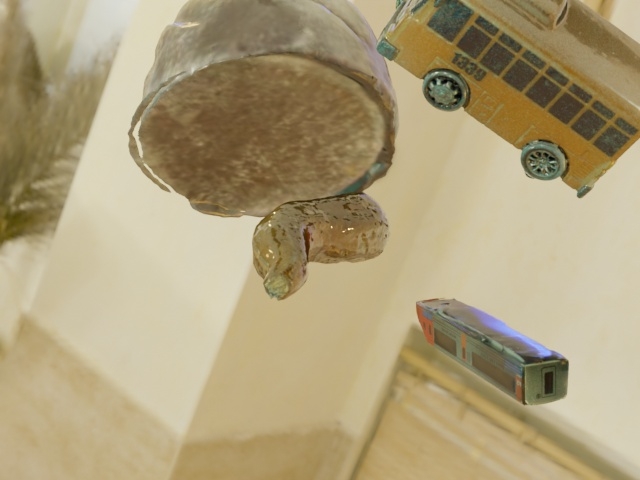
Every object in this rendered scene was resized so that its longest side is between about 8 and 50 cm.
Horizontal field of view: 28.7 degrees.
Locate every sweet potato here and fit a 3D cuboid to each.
[{"bbox_3d":[-0.006,-0.002,1.109,0.081,0.062,0.233,28,22,19],"label":"sweet potato"}]

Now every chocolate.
[{"bbox_3d":[-0.065,-0.188,1.425,0.303,0.303,0.213,15,53,-26],"label":"chocolate"}]

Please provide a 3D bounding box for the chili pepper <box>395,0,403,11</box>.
[{"bbox_3d":[0.135,-0.291,1.675,0.098,0.061,0.224,39,25,-13],"label":"chili pepper"}]

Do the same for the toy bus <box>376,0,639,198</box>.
[{"bbox_3d":[0.141,-0.126,0.862,0.182,0.103,0.091,35,47,-4],"label":"toy bus"}]

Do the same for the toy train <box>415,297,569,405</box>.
[{"bbox_3d":[0.277,0.181,2.118,0.086,0.089,0.409,-7,13,-19],"label":"toy train"}]
